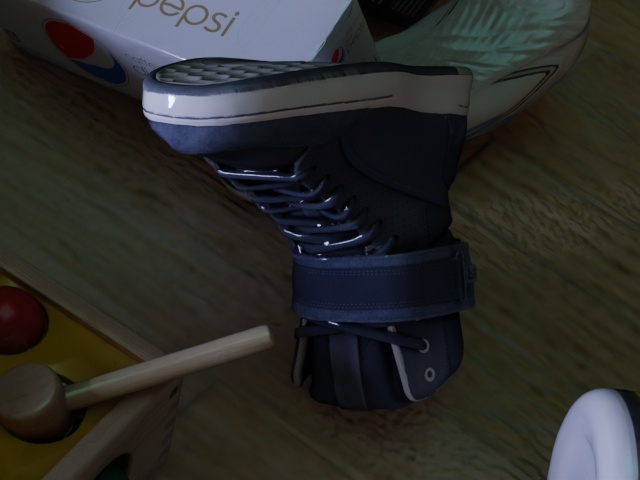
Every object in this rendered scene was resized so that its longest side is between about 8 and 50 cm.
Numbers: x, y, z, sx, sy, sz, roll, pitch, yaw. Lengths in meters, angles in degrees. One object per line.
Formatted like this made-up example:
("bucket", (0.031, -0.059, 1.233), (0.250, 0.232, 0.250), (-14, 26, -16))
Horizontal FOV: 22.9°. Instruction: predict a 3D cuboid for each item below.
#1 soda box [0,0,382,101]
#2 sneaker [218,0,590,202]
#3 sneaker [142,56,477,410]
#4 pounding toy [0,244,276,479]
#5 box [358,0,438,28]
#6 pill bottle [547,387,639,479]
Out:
("soda box", (-0.078, -0.113, 0.827), (0.216, 0.074, 0.069), (23, 70, 27))
("sneaker", (0.050, -0.076, 0.875), (0.237, 0.086, 0.085), (-28, 61, -17))
("sneaker", (0.002, 0.000, 0.698), (0.086, 0.163, 0.226), (7, 6, 31))
("pounding toy", (-0.117, 0.071, 0.669), (0.141, 0.100, 0.130), (31, 48, 15))
("box", (-0.014, -0.230, 0.918), (0.207, 0.108, 0.153), (13, 36, -43))
("pill bottle", (0.198, 0.125, 0.695), (0.184, 0.103, 0.103), (7, 46, -7))
